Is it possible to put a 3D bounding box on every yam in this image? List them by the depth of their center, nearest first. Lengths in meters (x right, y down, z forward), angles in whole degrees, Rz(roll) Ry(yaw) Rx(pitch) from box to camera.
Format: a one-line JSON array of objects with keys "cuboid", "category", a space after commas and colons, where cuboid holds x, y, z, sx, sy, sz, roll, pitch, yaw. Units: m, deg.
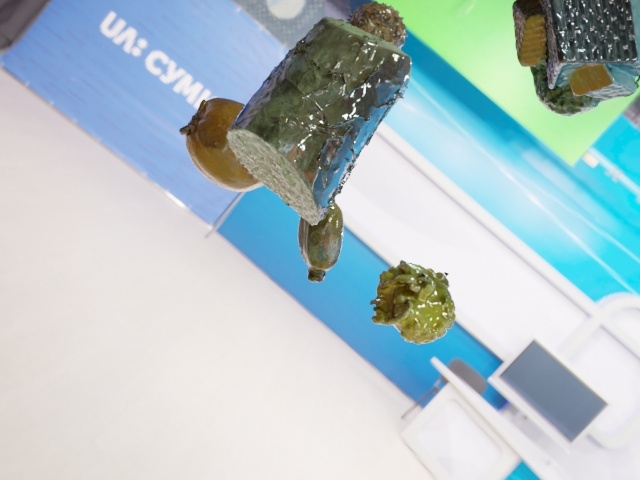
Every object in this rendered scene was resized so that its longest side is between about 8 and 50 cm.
[{"cuboid": [0.003, -0.201, 1.125, 0.202, 0.271, 0.201, 35, -15, 13], "category": "yam"}]

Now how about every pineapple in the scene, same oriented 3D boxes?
[{"cuboid": [0.150, -0.590, 2.044, 0.175, 0.175, 0.361, 39, 21, -13], "category": "pineapple"}]

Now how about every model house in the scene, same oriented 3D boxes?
[{"cuboid": [0.406, -0.365, 1.243, 0.241, 0.226, 0.261, 1, 80, -47], "category": "model house"}]

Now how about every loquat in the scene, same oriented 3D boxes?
[{"cuboid": [-0.210, -0.224, 1.737, 0.238, 0.193, 0.238, 37, -4, 3], "category": "loquat"}]

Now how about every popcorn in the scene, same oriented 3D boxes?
[{"cuboid": [0.228, 0.147, 1.789, 0.189, 0.169, 0.218, 20, 33, -36], "category": "popcorn"}]

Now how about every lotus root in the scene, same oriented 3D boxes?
[{"cuboid": [0.000, 0.000, 1.606, 0.088, 0.191, 0.113, -5, 17, -30], "category": "lotus root"}]
